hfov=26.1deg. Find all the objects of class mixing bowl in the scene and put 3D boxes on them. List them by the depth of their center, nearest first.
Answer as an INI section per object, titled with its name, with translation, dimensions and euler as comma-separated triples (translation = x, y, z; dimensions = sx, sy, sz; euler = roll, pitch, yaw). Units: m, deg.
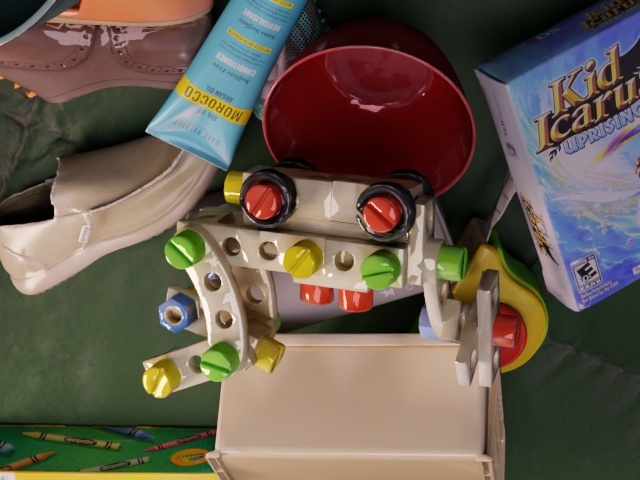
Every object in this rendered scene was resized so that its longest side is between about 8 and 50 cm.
[mixing bowl]
translation = 0.046, -0.124, 1.190
dimensions = 0.181, 0.098, 0.181
euler = 5, 136, 5

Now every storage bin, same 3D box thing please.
[storage bin]
translation = 0.046, 0.200, 1.348
dimensions = 0.262, 0.123, 0.260
euler = -1, 151, 9

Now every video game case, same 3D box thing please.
[video game case]
translation = 0.296, -0.102, 1.230
dimensions = 0.269, 0.061, 0.244
euler = -29, 119, -10

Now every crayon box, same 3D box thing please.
[crayon box]
translation = -0.237, 0.288, 1.488
dimensions = 0.278, 0.081, 0.165
euler = 1, 121, -2

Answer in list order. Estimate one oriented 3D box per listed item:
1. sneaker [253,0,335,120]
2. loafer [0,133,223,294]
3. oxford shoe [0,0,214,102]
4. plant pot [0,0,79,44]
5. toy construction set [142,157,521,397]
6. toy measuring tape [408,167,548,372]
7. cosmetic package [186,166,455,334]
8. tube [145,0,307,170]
[sneaker]
translation = -0.017, -0.187, 1.235
dimensions = 0.076, 0.065, 0.166
euler = -2, 123, -23
[loafer]
translation = -0.203, -0.044, 1.282
dimensions = 0.268, 0.102, 0.092
euler = -32, 122, 17
[oxford shoe]
translation = -0.272, -0.176, 1.191
dimensions = 0.363, 0.130, 0.133
euler = 1, 127, -2
[plant pot]
translation = -0.242, -0.301, 1.045
dimensions = 0.293, 0.196, 0.293
euler = 8, 110, 22
[toy construction set]
translation = 0.008, 0.041, 1.173
dimensions = 0.327, 0.151, 0.215
euler = 3, 105, 5
[toy measuring tape]
translation = 0.192, 0.022, 1.326
dimensions = 0.121, 0.121, 0.330
euler = 22, 116, -14
[cosmetic package]
translation = 0.000, 0.000, 1.313
dimensions = 0.238, 0.107, 0.127
euler = -20, 122, 7
[tube]
translation = -0.070, -0.158, 1.180
dimensions = 0.080, 0.052, 0.207
euler = 28, 117, -8
